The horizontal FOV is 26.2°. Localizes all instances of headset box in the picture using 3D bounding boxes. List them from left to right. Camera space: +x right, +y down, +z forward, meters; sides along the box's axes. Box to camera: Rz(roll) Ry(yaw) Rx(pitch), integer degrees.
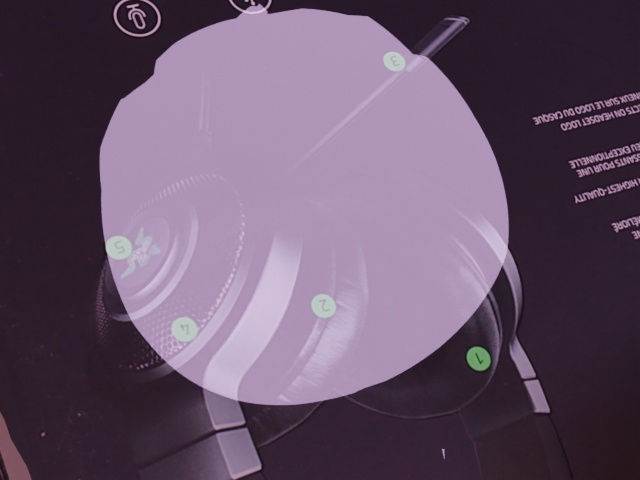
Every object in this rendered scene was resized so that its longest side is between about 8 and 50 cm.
[{"bbox_3d":[0.000,0.000,0.422,0.246,0.131,0.283,-17,70,-22],"label":"headset box"}]
